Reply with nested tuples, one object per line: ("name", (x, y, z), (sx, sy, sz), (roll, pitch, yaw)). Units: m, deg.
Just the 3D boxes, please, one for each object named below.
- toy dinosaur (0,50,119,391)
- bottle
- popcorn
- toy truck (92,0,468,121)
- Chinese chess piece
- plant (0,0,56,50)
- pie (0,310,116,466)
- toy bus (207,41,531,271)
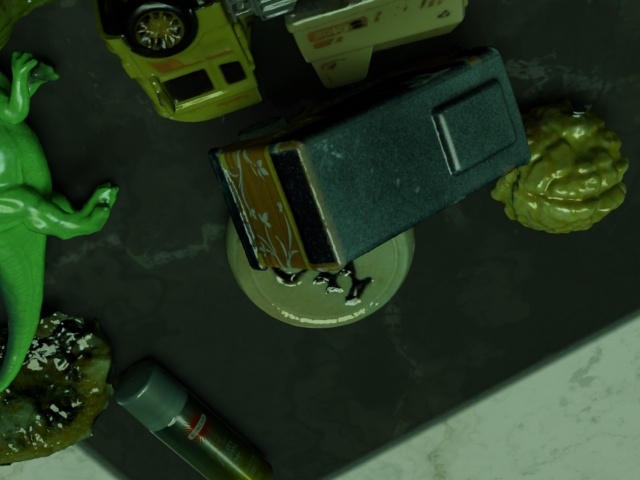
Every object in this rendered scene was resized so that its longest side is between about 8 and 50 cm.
("toy dinosaur", (-0.456, -0.039, 1.265), (0.374, 0.144, 0.500), (30, 107, -19))
("bottle", (-0.187, 0.291, 1.561), (0.082, 0.082, 0.286), (-33, 121, 16))
("popcorn", (0.303, -0.095, 1.307), (0.173, 0.173, 0.142), (-25, 145, 12))
("toy truck", (-0.029, -0.274, 1.132), (0.405, 0.181, 0.254), (-18, 139, 4))
("Chinese chess piece", (0.000, 0.000, 1.370), (0.250, 0.101, 0.250), (-2, 124, -3))
("plant", (-0.309, -0.215, 1.046), (0.333, 0.251, 0.180), (0, 114, -8))
("pie", (-0.479, 0.207, 1.481), (0.371, 0.078, 0.296), (2, 125, -8))
("toy bus", (0.064, -0.096, 1.166), (0.323, 0.194, 0.162), (-28, 106, -29))
